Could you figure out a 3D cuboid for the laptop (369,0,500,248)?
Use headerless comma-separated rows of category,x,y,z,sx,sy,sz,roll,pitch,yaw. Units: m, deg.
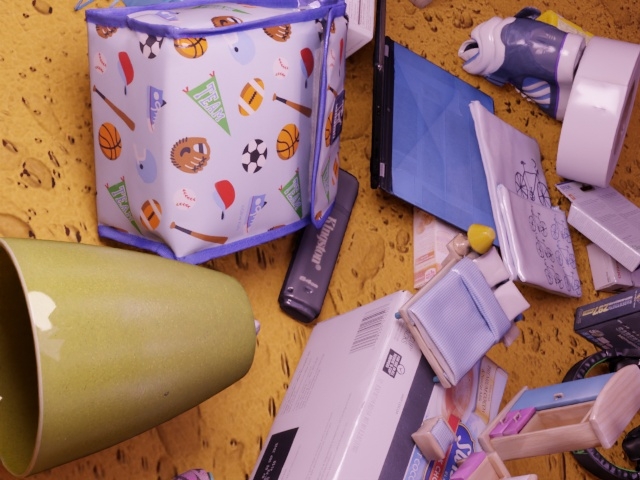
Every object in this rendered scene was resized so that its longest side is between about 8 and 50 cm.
laptop,0.205,-0.261,1.733,0.236,0.408,0.382,2,51,3

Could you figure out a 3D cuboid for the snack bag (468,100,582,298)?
snack bag,0.383,-0.069,1.888,0.323,0.037,0.343,15,61,-56

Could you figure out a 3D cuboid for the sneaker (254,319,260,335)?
sneaker,-0.198,0.156,1.417,0.115,0.090,0.232,43,55,16

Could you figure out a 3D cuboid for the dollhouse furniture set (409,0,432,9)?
dollhouse furniture set,0.183,-0.574,1.971,0.161,0.101,0.182,31,56,-24

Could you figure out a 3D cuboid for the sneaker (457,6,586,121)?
sneaker,0.394,-0.346,2.025,0.323,0.236,0.130,41,67,-72

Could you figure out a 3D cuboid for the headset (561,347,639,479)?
headset,0.610,0.330,1.937,0.394,0.185,0.244,-1,69,-21

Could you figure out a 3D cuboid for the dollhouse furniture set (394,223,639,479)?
dollhouse furniture set,0.237,0.149,1.353,0.286,0.198,0.303,-36,98,-43

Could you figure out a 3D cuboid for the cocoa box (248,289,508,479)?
cocoa box,0.078,0.291,1.460,0.228,0.231,0.347,39,53,-20

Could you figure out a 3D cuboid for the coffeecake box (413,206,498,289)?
coffeecake box,0.237,0.005,1.801,0.142,0.068,0.186,16,63,-30

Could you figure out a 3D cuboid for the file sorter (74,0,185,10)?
file sorter,-0.264,-0.321,1.525,0.170,0.118,0.104,52,53,-8

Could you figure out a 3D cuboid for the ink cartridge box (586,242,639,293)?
ink cartridge box,0.606,0.053,2.067,0.135,0.056,0.099,9,66,-34

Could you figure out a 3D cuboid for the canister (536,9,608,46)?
canister,0.500,-0.397,2.125,0.169,0.126,0.073,21,61,-27

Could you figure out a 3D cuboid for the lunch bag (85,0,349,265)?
lunch bag,-0.105,-0.171,1.441,0.385,0.239,0.328,-17,119,-44

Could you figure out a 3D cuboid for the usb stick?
usb stick,0.000,0.000,1.640,0.077,0.045,0.278,33,56,-23

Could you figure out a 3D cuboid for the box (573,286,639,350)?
box,0.627,0.179,1.951,0.232,0.183,0.059,32,56,-24

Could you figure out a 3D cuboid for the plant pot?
plant pot,-0.237,0.120,1.242,0.293,0.275,0.275,-6,76,-31

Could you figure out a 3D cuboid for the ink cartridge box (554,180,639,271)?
ink cartridge box,0.580,-0.038,2.039,0.224,0.045,0.223,44,32,23

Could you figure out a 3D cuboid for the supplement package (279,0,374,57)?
supplement package,-0.074,-0.407,1.646,0.262,0.199,0.198,18,63,-31

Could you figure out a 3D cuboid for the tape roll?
tape roll,0.545,-0.250,2.003,0.100,0.286,0.286,16,52,18

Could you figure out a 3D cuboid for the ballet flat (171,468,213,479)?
ballet flat,-0.153,0.413,1.351,0.079,0.077,0.222,-14,75,-21
